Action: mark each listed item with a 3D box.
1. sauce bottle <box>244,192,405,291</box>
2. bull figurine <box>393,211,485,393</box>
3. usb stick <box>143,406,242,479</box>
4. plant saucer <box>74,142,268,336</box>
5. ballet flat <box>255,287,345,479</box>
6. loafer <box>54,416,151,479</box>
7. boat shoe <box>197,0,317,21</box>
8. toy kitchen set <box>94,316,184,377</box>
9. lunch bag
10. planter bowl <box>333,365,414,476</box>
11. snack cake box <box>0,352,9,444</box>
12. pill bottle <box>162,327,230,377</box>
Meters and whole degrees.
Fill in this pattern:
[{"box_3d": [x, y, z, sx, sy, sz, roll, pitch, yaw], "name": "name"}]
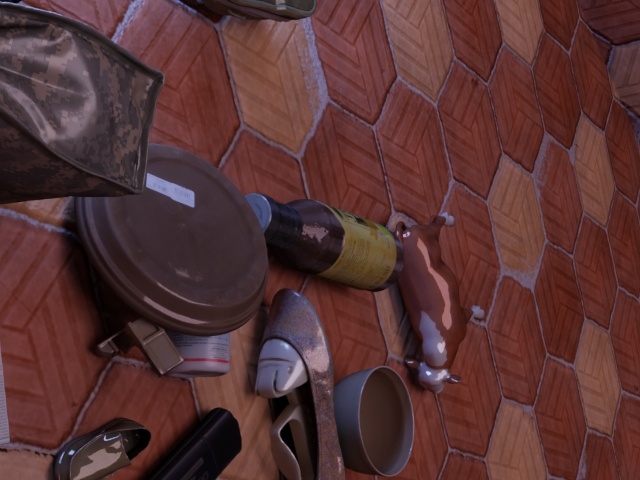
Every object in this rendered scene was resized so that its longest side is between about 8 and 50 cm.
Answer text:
[{"box_3d": [0.000, 0.000, 1.843, 0.344, 0.111, 0.111, 19, 66, -56], "name": "sauce bottle"}, {"box_3d": [0.197, 0.103, 2.140, 0.188, 0.101, 0.310, -37, 116, -59], "name": "bull figurine"}, {"box_3d": [-0.180, 0.304, 1.549, 0.278, 0.045, 0.077, -44, 127, -53], "name": "usb stick"}, {"box_3d": [-0.172, -0.012, 1.539, 0.278, 0.041, 0.278, 25, 44, -27], "name": "plant saucer"}, {"box_3d": [-0.035, 0.227, 1.746, 0.106, 0.108, 0.316, -19, 97, -48], "name": "ballet flat"}, {"box_3d": [-0.250, 0.245, 1.447, 0.148, 0.050, 0.056, -39, 115, -54], "name": "loafer"}, {"box_3d": [-0.127, -0.361, 1.740, 0.302, 0.103, 0.113, 15, 69, -56], "name": "boat shoe"}, {"box_3d": [-0.218, 0.139, 1.484, 0.068, 0.083, 0.075, -32, 82, -25], "name": "toy kitchen set"}, {"box_3d": [-0.340, -0.151, 1.232, 0.287, 0.235, 0.169, 28, 65, -52], "name": "lunch bag"}, {"box_3d": [0.054, 0.271, 1.862, 0.162, 0.109, 0.162, 19, 67, -55], "name": "planter bowl"}, {"box_3d": [-0.423, 0.139, 1.169, 0.264, 0.089, 0.152, -2, 86, -57], "name": "snack cake box"}, {"box_3d": [-0.159, 0.092, 1.594, 0.087, 0.087, 0.160, 18, 67, -55], "name": "pill bottle"}]
